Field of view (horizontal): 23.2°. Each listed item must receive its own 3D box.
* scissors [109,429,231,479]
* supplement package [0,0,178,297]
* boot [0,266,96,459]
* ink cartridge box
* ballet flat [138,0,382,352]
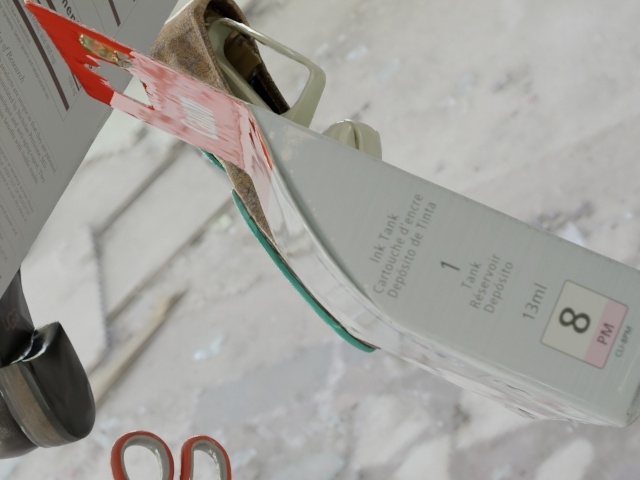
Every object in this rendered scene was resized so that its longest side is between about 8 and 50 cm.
[{"bbox_3d":[-0.133,0.277,1.241,0.021,0.109,0.297,-51,26,45],"label":"scissors"},{"bbox_3d":[-0.190,-0.110,0.808,0.139,0.134,0.244,10,55,22],"label":"supplement package"},{"bbox_3d":[-0.291,0.069,1.006,0.229,0.263,0.091,-23,5,17],"label":"boot"},{"bbox_3d":[0.000,0.000,0.581,0.189,0.232,0.066,114,176,-85],"label":"ink cartridge box"},{"bbox_3d":[-0.022,-0.064,1.085,0.106,0.107,0.316,-47,62,15],"label":"ballet flat"}]
